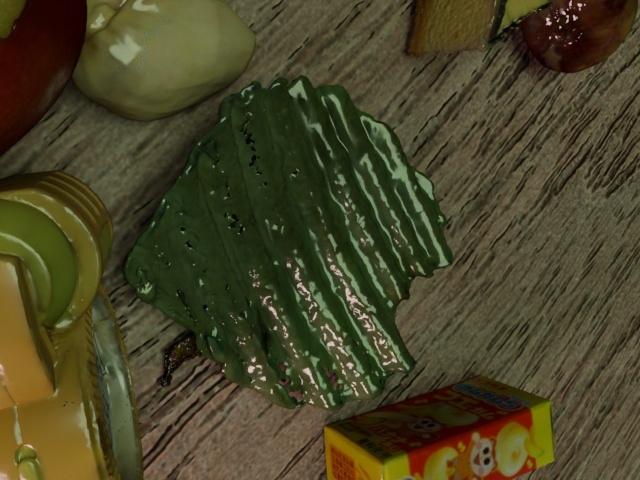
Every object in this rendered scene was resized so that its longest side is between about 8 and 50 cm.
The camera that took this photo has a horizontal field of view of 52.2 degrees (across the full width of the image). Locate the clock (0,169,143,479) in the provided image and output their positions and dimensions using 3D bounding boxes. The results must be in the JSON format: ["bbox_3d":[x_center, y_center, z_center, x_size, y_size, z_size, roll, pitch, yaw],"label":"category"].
[{"bbox_3d":[-0.256,0.109,0.565,0.201,0.244,0.316,-14,106,-7],"label":"clock"}]

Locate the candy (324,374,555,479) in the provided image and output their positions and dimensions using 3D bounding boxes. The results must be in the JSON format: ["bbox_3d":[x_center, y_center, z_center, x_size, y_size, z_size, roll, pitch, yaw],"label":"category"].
[{"bbox_3d":[0.157,0.264,0.851,0.276,0.146,0.087,-9,98,-27],"label":"candy"}]

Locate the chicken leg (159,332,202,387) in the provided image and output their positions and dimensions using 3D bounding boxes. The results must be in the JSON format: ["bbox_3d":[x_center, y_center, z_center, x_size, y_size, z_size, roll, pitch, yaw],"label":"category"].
[{"bbox_3d":[-0.155,0.127,0.736,0.083,0.021,0.036,-43,128,-19],"label":"chicken leg"}]

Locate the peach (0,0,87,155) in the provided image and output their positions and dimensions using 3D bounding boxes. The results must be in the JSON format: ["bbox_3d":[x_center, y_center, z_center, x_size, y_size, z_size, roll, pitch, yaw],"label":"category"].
[{"bbox_3d":[-0.331,-0.126,0.494,0.258,0.201,0.361,18,63,-1],"label":"peach"}]

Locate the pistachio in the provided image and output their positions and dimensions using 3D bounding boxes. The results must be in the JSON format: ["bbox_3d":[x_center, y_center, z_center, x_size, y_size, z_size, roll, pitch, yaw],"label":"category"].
[{"bbox_3d":[-0.163,-0.193,0.658,0.201,0.117,0.145,-23,147,-47],"label":"pistachio"}]

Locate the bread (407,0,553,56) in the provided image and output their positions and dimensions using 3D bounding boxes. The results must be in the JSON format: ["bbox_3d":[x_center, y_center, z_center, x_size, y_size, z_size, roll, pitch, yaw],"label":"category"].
[{"bbox_3d":[0.194,-0.291,0.834,0.127,0.147,0.152,28,87,-40],"label":"bread"}]

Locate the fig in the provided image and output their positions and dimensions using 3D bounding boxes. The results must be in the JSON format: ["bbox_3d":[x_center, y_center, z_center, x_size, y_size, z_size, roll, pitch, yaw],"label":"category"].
[{"bbox_3d":[0.392,-0.334,0.943,0.231,0.143,0.160,-26,149,-36],"label":"fig"}]

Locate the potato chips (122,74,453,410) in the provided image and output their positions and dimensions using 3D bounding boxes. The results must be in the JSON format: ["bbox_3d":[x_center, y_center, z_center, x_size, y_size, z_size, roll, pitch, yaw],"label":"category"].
[{"bbox_3d":[-0.007,-0.004,0.759,0.389,0.097,0.373,42,70,-31],"label":"potato chips"}]
